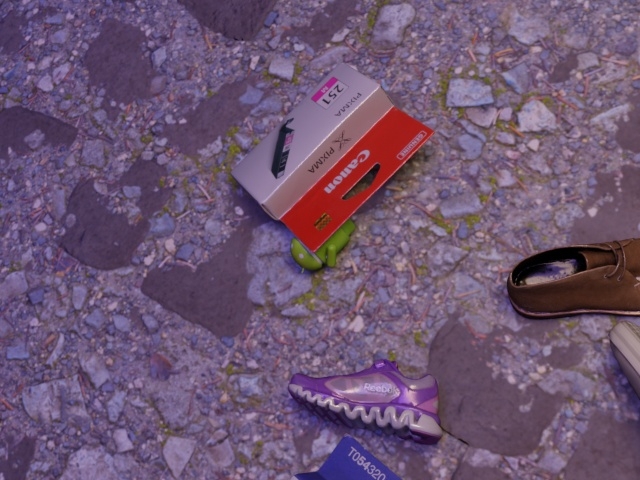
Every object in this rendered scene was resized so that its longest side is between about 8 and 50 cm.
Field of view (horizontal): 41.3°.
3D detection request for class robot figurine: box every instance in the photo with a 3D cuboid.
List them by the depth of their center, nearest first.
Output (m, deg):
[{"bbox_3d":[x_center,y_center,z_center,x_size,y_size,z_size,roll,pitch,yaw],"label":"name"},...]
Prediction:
[{"bbox_3d":[0.000,0.000,1.357,0.115,0.067,0.101,-43,53,0],"label":"robot figurine"}]

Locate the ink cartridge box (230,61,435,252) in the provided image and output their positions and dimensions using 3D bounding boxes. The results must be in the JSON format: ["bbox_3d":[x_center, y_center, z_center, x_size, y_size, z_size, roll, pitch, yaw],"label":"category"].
[{"bbox_3d":[0.011,-0.141,1.368,0.275,0.060,0.239,-45,41,-1],"label":"ink cartridge box"}]

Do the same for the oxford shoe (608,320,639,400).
[{"bbox_3d":[0.481,0.298,1.044,0.130,0.169,0.449,-44,60,27],"label":"oxford shoe"}]

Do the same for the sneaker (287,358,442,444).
[{"bbox_3d":[0.071,0.221,1.244,0.237,0.095,0.104,10,67,17],"label":"sneaker"}]

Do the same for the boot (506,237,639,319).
[{"bbox_3d":[0.412,0.043,1.176,0.306,0.115,0.112,-13,65,13],"label":"boot"}]

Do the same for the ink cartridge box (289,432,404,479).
[{"bbox_3d":[0.036,0.479,1.146,0.324,0.071,0.330,33,85,34],"label":"ink cartridge box"}]
